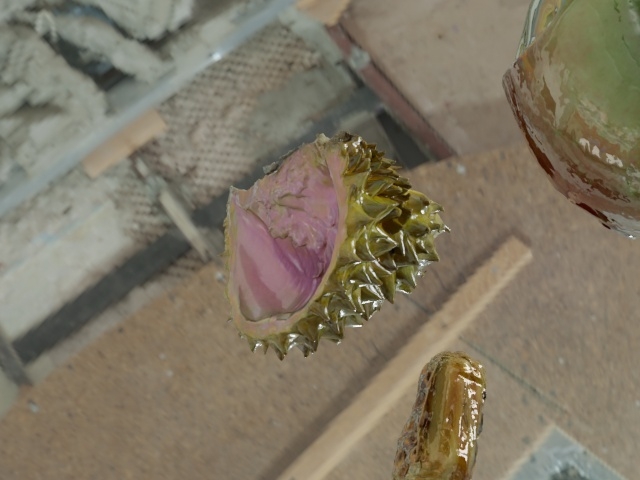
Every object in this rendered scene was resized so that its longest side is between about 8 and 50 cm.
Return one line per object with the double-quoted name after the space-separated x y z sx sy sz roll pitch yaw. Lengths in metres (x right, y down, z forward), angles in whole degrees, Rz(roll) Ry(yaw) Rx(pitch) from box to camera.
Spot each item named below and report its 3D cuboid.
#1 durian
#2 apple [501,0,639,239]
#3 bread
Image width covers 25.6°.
-0.002 0.001 0.923 0.182 0.132 0.165 -26 -168 33 "durian"
0.190 -0.079 0.638 0.207 0.188 0.174 -17 -101 13 "apple"
0.081 0.129 0.959 0.044 0.083 0.110 18 -120 -7 "bread"
